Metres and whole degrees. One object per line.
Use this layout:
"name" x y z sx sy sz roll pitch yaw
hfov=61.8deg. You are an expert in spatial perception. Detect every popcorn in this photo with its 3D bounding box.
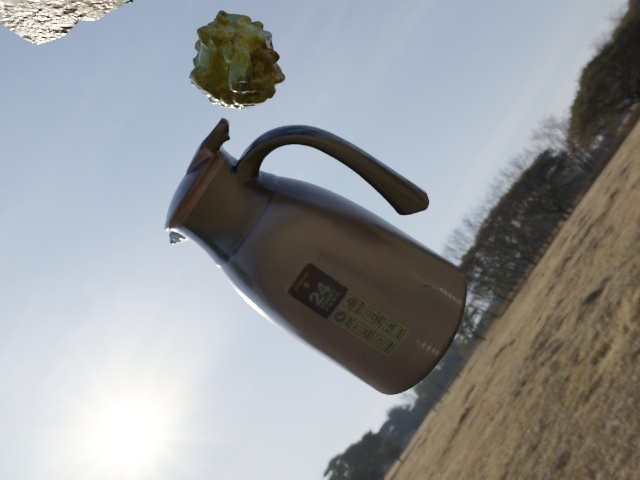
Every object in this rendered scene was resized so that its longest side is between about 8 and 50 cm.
"popcorn" -0.156 -0.323 0.963 0.173 0.173 0.142 98 -170 -54

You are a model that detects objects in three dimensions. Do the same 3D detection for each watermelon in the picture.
"watermelon" -0.360 -0.316 0.667 0.207 0.136 0.202 -40 -29 -31

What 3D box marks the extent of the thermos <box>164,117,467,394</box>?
"thermos" 0.000 0.000 0.350 0.137 0.193 0.105 -48 15 32
